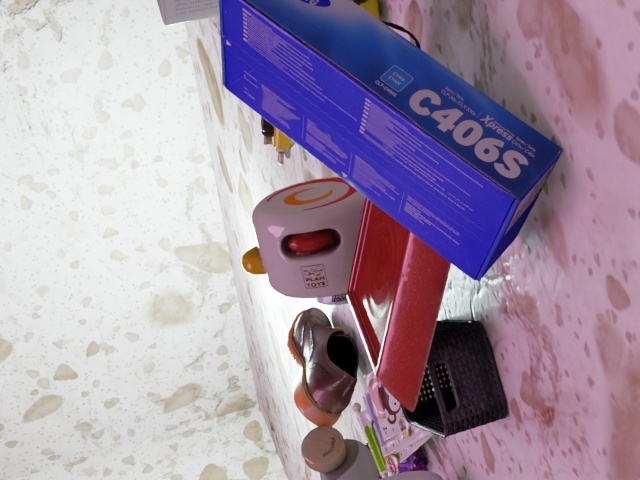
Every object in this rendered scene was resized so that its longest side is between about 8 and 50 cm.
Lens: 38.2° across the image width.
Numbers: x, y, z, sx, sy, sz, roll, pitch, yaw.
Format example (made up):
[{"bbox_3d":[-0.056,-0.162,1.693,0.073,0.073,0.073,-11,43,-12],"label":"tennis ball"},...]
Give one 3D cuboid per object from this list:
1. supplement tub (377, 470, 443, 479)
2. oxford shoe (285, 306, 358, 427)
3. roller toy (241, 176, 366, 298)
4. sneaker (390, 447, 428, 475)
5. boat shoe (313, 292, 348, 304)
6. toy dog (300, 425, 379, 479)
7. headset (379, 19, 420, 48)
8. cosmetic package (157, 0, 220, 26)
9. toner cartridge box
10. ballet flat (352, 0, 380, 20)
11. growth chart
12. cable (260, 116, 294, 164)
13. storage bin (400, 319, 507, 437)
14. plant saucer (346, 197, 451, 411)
[{"bbox_3d":[0.144,0.509,1.266,0.235,0.235,0.325,89,162,-50],"label":"supplement tub"},{"bbox_3d":[0.021,0.223,1.849,0.130,0.132,0.363,34,-162,-21],"label":"oxford shoe"},{"bbox_3d":[0.000,0.000,1.387,0.191,0.209,0.146,15,123,53],"label":"roller toy"},{"bbox_3d":[0.148,0.342,1.512,0.071,0.068,0.170,37,152,47],"label":"sneaker"},{"bbox_3d":[-0.017,0.044,1.737,0.306,0.113,0.105,-156,59,-72],"label":"boat shoe"},{"bbox_3d":[0.107,0.461,1.656,0.333,0.161,0.220,55,172,23],"label":"toy dog"},{"bbox_3d":[-0.012,-0.343,1.011,0.394,0.243,0.185,58,-165,-5],"label":"headset"},{"bbox_3d":[-0.148,-0.522,1.337,0.453,0.230,0.161,107,146,-68],"label":"cosmetic package"},{"bbox_3d":[0.052,-0.122,0.895,0.348,0.075,0.165,39,155,15],"label":"toner cartridge box"},{"bbox_3d":[0.025,-0.289,1.227,0.077,0.077,0.231,61,172,-22],"label":"ballet flat"},{"bbox_3d":[0.118,0.251,1.416,0.172,0.021,0.237,63,142,31],"label":"growth chart"},{"bbox_3d":[-0.074,-0.297,1.775,0.139,0.072,0.287,-92,8,-57],"label":"cable"},{"bbox_3d":[0.153,0.170,1.167,0.180,0.084,0.122,158,97,-77],"label":"storage bin"},{"bbox_3d":[0.087,0.030,1.125,0.258,0.048,0.259,-109,26,-62],"label":"plant saucer"}]
